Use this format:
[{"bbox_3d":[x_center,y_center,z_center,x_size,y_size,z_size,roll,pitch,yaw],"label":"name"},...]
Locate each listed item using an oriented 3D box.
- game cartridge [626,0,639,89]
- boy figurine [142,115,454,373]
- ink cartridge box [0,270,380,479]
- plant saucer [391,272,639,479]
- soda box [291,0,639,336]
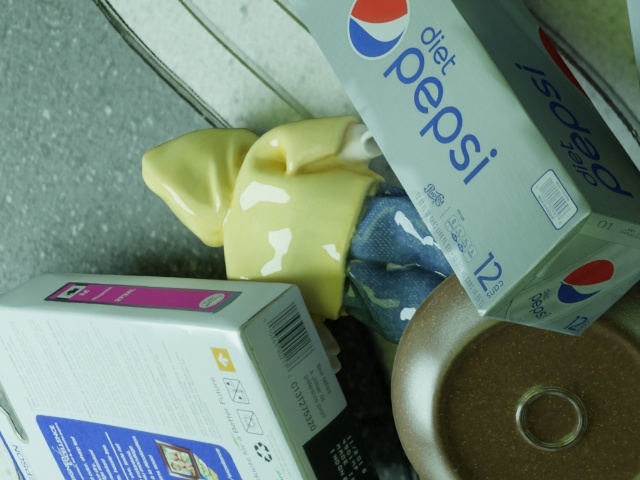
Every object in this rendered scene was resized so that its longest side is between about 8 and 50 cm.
[{"bbox_3d":[0.255,-0.091,0.949,0.196,0.060,0.294,11,133,34],"label":"game cartridge"},{"bbox_3d":[0.000,0.000,1.227,0.285,0.092,0.177,20,113,35],"label":"boy figurine"},{"bbox_3d":[-0.123,0.113,1.317,0.371,0.069,0.176,0,120,46],"label":"ink cartridge box"},{"bbox_3d":[0.139,0.100,1.112,0.198,0.036,0.199,3,109,8],"label":"plant saucer"},{"bbox_3d":[0.086,-0.084,1.079,0.091,0.098,0.286,-47,53,26],"label":"soda box"}]
